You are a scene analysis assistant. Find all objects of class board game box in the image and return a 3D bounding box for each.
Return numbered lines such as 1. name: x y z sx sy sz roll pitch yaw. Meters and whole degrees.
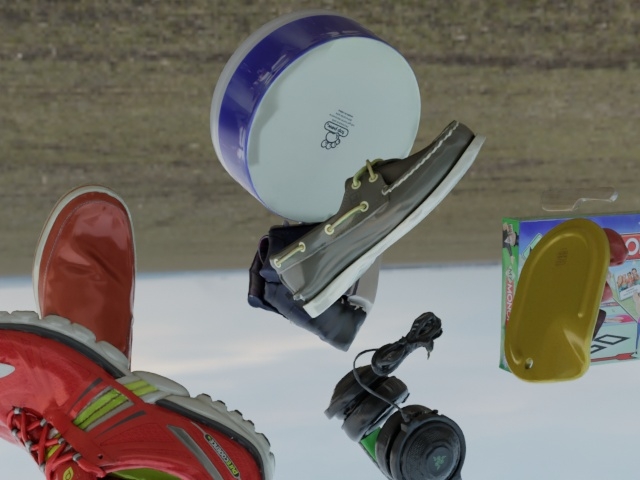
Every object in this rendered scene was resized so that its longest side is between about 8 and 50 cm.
1. board game box: 0.399 0.067 1.493 0.317 0.213 0.046 -4 -171 -23

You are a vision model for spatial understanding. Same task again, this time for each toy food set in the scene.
1. toy food set: 0.265 0.053 1.078 0.071 0.217 0.128 26 162 -24

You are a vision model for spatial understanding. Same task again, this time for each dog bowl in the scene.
1. dog bowl: -0.004 -0.159 1.377 0.265 0.264 0.104 -1 -151 -33

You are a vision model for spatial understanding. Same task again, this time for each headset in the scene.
1. headset: 0.134 0.269 1.654 0.243 0.185 0.394 39 159 33

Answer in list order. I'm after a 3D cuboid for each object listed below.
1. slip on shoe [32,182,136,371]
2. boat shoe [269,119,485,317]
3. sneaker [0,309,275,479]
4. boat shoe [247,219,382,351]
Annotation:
1. slip on shoe: -0.250 0.103 1.155 0.123 0.331 0.101 5 -178 -37
2. boat shoe: 0.057 -0.033 1.180 0.305 0.091 0.109 -45 179 32
3. sneaker: -0.168 0.140 0.751 0.279 0.107 0.118 20 -147 4
4. boat shoe: 0.000 0.000 1.458 0.158 0.127 0.340 23 -150 -7
